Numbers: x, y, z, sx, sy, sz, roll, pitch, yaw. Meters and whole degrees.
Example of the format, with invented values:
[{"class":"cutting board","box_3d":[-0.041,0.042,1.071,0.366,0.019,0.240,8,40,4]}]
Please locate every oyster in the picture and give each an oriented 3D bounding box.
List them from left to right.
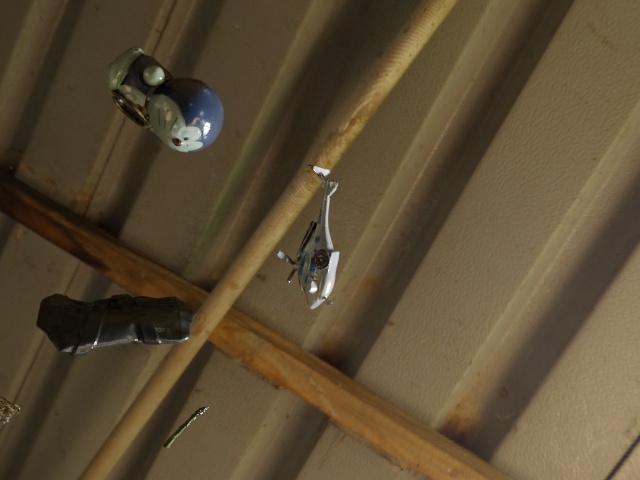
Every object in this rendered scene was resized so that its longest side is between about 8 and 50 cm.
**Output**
[{"class":"oyster","box_3d":[-0.621,0.328,1.095,0.083,0.019,0.054,-35,-75,22]}]

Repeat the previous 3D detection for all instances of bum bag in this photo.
[{"class":"bum bag","box_3d":[-0.255,0.107,0.720,0.087,0.198,0.049,52,-50,43]}]

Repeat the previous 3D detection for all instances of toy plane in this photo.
[{"class":"toy plane","box_3d":[0.006,-0.001,1.124,0.107,0.182,0.273,16,-99,30]}]

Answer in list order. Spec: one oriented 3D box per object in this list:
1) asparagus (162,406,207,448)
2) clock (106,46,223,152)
[{"class":"asparagus","box_3d":[-0.280,0.385,1.169,0.114,0.015,0.014,-44,-139,-13]},{"class":"clock","box_3d":[-0.313,-0.283,1.152,0.243,0.199,0.146,33,-112,7]}]
